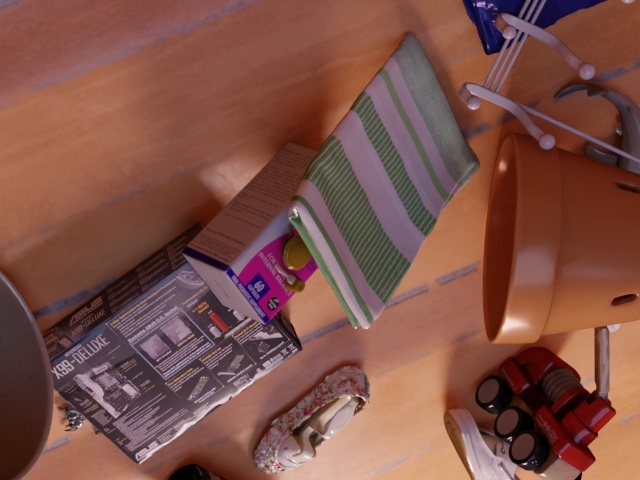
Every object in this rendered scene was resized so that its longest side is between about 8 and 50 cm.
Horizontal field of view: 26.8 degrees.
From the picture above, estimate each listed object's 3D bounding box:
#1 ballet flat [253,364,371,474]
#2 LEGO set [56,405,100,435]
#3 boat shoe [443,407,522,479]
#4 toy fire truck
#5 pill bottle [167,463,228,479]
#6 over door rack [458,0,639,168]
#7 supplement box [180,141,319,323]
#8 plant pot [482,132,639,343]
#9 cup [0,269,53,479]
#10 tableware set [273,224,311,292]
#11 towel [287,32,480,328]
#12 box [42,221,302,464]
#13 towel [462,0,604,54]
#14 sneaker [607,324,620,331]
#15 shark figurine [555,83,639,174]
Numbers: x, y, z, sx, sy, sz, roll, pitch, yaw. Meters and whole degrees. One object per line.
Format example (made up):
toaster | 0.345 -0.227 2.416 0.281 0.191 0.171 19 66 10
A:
ballet flat | -0.014 0.289 2.075 0.091 0.077 0.241 32 108 -32
LEGO set | -0.351 0.266 1.984 0.083 0.023 0.054 12 117 -24
boat shoe | 0.279 0.350 2.200 0.096 0.098 0.277 -28 135 0
toy fire truck | 0.374 0.225 2.072 0.158 0.217 0.246 36 105 -32
pill bottle | -0.142 0.445 2.105 0.219 0.123 0.123 33 107 -32
over door rack | 0.376 -0.223 1.744 0.324 0.108 0.239 19 120 -12
supplement box | -0.058 -0.013 1.802 0.220 0.114 0.111 -48 127 -17
plant pot | 0.344 0.006 1.851 0.203 0.291 0.291 5 121 -1
cup | -0.543 0.189 1.730 0.237 0.331 0.331 -19 129 25
tableware set | 0.000 0.000 1.765 0.154 0.024 0.104 -55 132 -12
towel | 0.090 -0.076 1.786 0.325 0.038 0.248 -53 131 -28
box | -0.218 0.153 1.923 0.307 0.076 0.242 -36 125 6
towel | 0.317 -0.398 1.753 0.308 0.076 0.227 -25 132 -2
sneaker | 0.385 0.058 2.060 0.095 0.090 0.235 -29 119 11
shark figurine | 0.451 -0.129 1.939 0.166 0.116 0.278 -21 127 -5
